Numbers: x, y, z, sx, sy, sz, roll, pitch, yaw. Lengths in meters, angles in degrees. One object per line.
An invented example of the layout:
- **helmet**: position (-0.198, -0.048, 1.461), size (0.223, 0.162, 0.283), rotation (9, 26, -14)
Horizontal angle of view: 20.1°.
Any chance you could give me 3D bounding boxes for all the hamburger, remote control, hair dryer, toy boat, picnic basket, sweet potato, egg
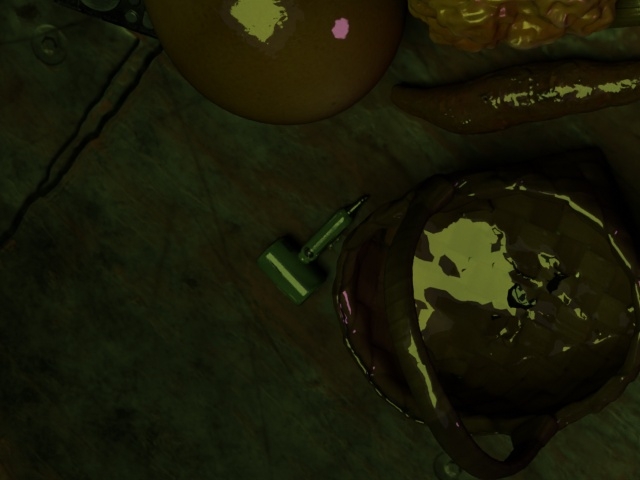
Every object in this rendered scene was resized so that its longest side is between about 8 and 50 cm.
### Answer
- **hamburger**: position (0.175, -0.248, 1.662), size (0.237, 0.237, 0.149), rotation (-2, 93, 24)
- **remote control**: position (-0.179, -0.266, 1.925), size (0.266, 0.066, 0.090), rotation (21, 130, 10)
- **hair dryer**: position (0.000, 0.000, 1.965), size (0.071, 0.047, 0.150), rotation (46, 115, 2)
- **toy boat**: position (0.309, -0.232, 1.724), size (0.149, 0.047, 0.049), rotation (-3, 106, 30)
- **picnic basket**: position (0.155, 0.082, 1.771), size (0.337, 0.337, 0.293), rotation (-19, 103, 29)
- **sweet potato**: position (0.211, -0.147, 1.792), size (0.314, 0.072, 0.066), rotation (-8, 93, 29)
- **egg**: position (-0.053, -0.265, 1.749), size (0.250, 0.250, 0.322), rotation (-35, 75, 31)
